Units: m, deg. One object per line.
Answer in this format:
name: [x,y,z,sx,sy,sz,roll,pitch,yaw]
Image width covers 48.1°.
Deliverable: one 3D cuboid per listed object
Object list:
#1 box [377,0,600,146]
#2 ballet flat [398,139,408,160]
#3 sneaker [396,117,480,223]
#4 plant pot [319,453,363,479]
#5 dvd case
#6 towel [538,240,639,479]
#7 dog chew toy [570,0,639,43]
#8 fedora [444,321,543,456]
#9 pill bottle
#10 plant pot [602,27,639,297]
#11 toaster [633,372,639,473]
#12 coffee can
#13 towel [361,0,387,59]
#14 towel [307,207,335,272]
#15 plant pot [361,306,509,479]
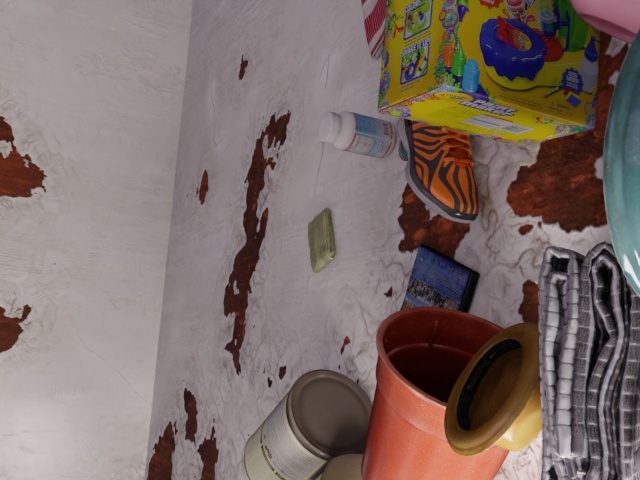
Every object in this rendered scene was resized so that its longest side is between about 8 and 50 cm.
box: [0.264,-0.319,1.112,0.177,0.290,0.279,-7,77,62]
ballet flat: [0.183,-0.222,1.523,0.041,0.041,0.114,-13,70,62]
sneaker: [0.237,-0.191,1.309,0.180,0.125,0.321,-59,34,39]
plant pot: [0.066,0.549,1.327,0.256,0.257,0.273,-53,25,43]
dvd case: [0.210,0.152,1.373,0.180,0.022,0.252,34,112,60]
towel: [0.342,0.157,0.847,0.121,0.235,0.283,-3,80,31]
dog chew toy: [0.453,-0.414,0.886,0.331,0.207,0.206,-64,31,16]
fedora: [0.237,0.196,0.899,0.194,0.079,0.194,-52,9,12]
pill bottle: [0.080,-0.237,1.590,0.087,0.160,0.087,-29,56,57]
plant pot: [0.486,-0.073,0.600,0.334,0.341,0.340,8,90,55]
toaster: [0.432,0.195,0.742,0.147,0.227,0.129,1,82,43]
coffee can: [-0.031,0.436,1.559,0.275,0.202,0.201,-55,37,41]
towel: [0.143,-0.628,1.689,0.237,0.037,0.328,124,145,-57]
towel: [0.000,0.000,1.823,0.110,0.027,0.148,-45,44,51]
plant pot: [0.190,0.290,1.135,0.272,0.273,0.264,-125,42,-54]
